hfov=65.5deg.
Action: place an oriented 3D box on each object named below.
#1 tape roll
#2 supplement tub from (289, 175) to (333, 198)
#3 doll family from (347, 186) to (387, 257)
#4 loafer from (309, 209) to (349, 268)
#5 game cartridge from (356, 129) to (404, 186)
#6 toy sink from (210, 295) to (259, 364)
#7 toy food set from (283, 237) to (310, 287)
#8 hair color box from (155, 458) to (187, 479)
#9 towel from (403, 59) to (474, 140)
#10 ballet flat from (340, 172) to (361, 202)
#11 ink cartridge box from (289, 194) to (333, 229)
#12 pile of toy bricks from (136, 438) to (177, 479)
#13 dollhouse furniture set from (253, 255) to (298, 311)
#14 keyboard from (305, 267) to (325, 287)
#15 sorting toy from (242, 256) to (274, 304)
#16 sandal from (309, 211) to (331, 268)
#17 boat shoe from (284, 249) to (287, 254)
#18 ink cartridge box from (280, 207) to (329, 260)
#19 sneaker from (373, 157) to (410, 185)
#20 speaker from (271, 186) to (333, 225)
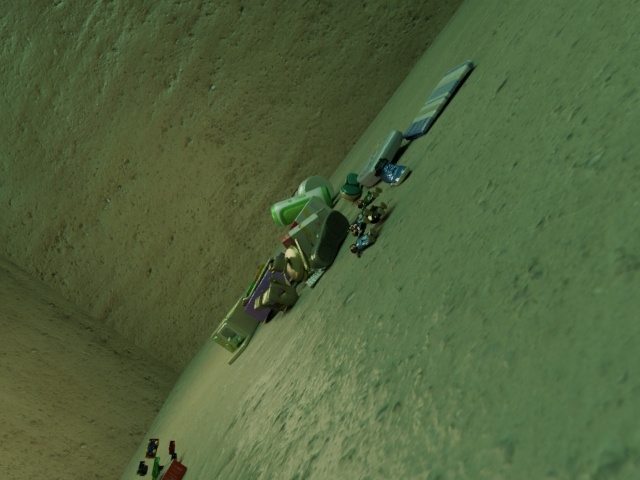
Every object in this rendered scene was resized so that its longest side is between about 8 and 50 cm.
[{"bbox_3d":[-0.191,0.183,1.963,0.275,0.090,0.275,-59,1,1],"label":"tape roll"},{"bbox_3d":[-0.052,-0.226,2.719,0.191,0.191,0.272,-57,8,-24],"label":"supplement tub"},{"bbox_3d":[0.116,-0.046,1.302,0.111,0.076,0.193,-34,24,56],"label":"doll family"},{"bbox_3d":[0.018,-0.003,1.622,0.087,0.094,0.251,-40,15,45],"label":"loafer"},{"bbox_3d":[0.211,-0.291,1.834,0.198,0.062,0.297,-56,5,-1],"label":"game cartridge"},{"bbox_3d":[-0.359,0.375,2.092,0.153,0.131,0.234,-49,9,33],"label":"toy sink"},{"bbox_3d":[-0.080,0.081,1.695,0.038,0.133,0.192,-10,-22,-30],"label":"toy food set"},{"bbox_3d":[-0.457,0.720,1.414,0.093,0.053,0.167,-45,12,43],"label":"hair color box"},{"bbox_3d":[0.390,-0.460,1.659,0.285,0.034,0.209,-56,10,-1],"label":"towel"},{"bbox_3d":[0.122,-0.196,1.994,0.086,0.086,0.248,-50,7,27],"label":"ballet flat"},{"bbox_3d":[-0.034,-0.086,2.163,0.176,0.127,0.128,-55,0,-3],"label":"ink cartridge box"},{"bbox_3d":[-0.526,0.754,1.598,0.212,0.118,0.105,-97,13,-56],"label":"pile of toy bricks"},{"bbox_3d":[-0.148,0.160,1.741,0.182,0.101,0.161,140,142,-61],"label":"dollhouse furniture set"},{"bbox_3d":[-0.026,0.115,1.672,0.072,0.014,0.256,-54,8,-3],"label":"keyboard"},{"bbox_3d":[-0.257,0.166,2.012,0.208,0.038,0.193,-58,1,-18],"label":"sorting toy"},{"bbox_3d":[-0.030,0.013,1.864,0.303,0.086,0.120,-58,4,-16],"label":"sandal"},{"bbox_3d":[-0.116,0.068,2.178,0.183,0.083,0.065,-45,11,48],"label":"boat shoe"},{"bbox_3d":[-0.029,-0.015,1.764,0.198,0.115,0.067,-37,17,0],"label":"ink cartridge box"},{"bbox_3d":[0.201,-0.204,1.450,0.058,0.084,0.152,-54,8,-3],"label":"sneaker"},{"bbox_3d":[-0.092,-0.169,2.487,0.296,0.131,0.131,-20,14,9],"label":"speaker"}]
